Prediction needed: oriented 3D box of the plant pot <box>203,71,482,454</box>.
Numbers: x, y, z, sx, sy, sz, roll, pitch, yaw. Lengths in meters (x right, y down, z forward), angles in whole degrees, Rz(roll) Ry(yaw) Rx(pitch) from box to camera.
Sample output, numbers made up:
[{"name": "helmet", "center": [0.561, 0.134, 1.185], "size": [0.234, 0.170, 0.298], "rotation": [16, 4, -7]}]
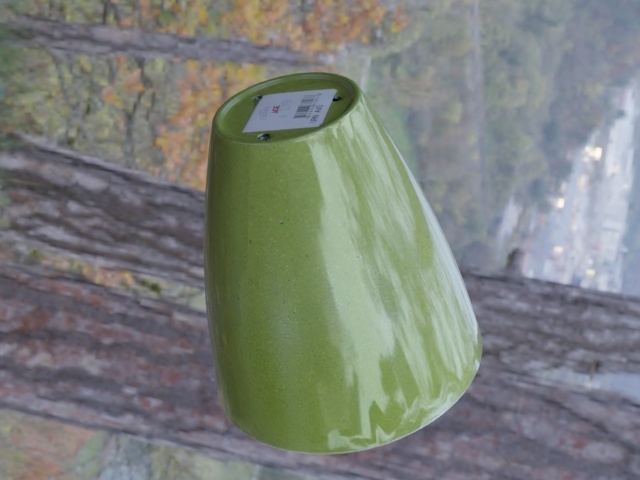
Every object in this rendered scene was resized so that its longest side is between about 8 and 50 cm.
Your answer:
[{"name": "plant pot", "center": [0.000, 0.000, 1.047], "size": [0.275, 0.275, 0.293], "rotation": [-56, 141, -48]}]
